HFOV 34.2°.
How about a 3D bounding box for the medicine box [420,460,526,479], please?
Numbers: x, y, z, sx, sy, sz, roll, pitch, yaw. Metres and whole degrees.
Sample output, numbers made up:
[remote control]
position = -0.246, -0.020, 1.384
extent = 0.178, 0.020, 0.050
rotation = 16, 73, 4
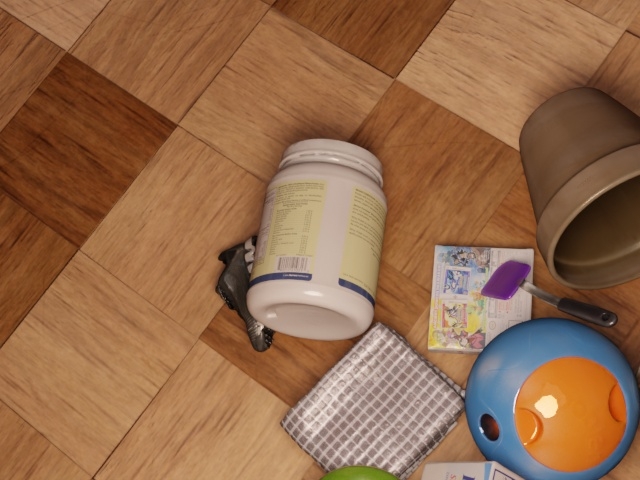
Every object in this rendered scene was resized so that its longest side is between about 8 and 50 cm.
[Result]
[medicine box]
position = 0.278, 0.523, 1.654
extent = 0.149, 0.289, 0.263
rotation = -13, 52, 47

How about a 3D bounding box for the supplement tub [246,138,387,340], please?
[supplement tub]
position = 0.000, 0.000, 1.936
extent = 0.235, 0.235, 0.325
rotation = 4, 66, 12

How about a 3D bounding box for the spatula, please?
[spatula]
position = 0.398, 0.098, 1.816
extent = 0.296, 0.030, 0.084
rotation = 23, 72, 49

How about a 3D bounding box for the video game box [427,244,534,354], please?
[video game box]
position = 0.301, 0.114, 1.949
extent = 0.187, 0.048, 0.205
rotation = 3, 72, 10

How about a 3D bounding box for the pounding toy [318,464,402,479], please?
[pounding toy]
position = 0.069, 0.504, 1.762
extent = 0.183, 0.237, 0.110
rotation = -3, 29, 8

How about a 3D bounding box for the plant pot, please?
[plant pot]
position = 0.497, -0.116, 1.873
extent = 0.323, 0.323, 0.280
rotation = -25, 53, 2

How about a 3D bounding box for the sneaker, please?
[sneaker]
position = -0.150, 0.111, 2.026
extent = 0.106, 0.078, 0.234
rotation = -14, 68, 12

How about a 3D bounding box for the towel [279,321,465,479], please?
[towel]
position = 0.100, 0.311, 1.882
extent = 0.235, 0.121, 0.284
rotation = 41, 83, 20

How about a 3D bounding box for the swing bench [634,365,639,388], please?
[swing bench]
position = 0.630, 0.302, 1.711
extent = 0.165, 0.253, 0.255
rotation = -17, 70, 5

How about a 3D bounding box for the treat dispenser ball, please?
[treat dispenser ball]
position = 0.387, 0.273, 1.750
extent = 0.288, 0.288, 0.288
rotation = -3, 71, 10
